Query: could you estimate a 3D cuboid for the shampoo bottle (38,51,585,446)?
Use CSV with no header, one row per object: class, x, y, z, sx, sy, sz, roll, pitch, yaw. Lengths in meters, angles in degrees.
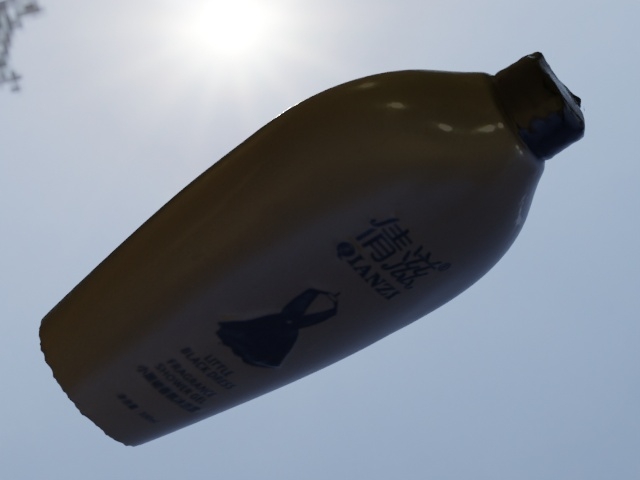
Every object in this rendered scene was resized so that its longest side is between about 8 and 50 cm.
shampoo bottle,0.000,0.000,0.755,0.257,0.127,0.078,-33,-144,17
